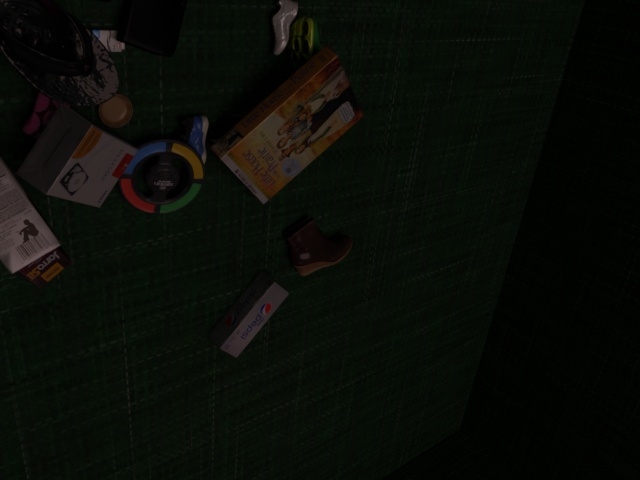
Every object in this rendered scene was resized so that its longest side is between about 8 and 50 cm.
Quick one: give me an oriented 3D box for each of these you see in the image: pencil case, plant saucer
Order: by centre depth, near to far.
[{"bbox_3d":[-0.586,-0.316,1.286,0.095,0.098,0.209,29,97,-3],"label":"pencil case"},{"bbox_3d":[-0.503,-0.319,1.413,0.083,0.015,0.083,-23,130,-31],"label":"plant saucer"}]

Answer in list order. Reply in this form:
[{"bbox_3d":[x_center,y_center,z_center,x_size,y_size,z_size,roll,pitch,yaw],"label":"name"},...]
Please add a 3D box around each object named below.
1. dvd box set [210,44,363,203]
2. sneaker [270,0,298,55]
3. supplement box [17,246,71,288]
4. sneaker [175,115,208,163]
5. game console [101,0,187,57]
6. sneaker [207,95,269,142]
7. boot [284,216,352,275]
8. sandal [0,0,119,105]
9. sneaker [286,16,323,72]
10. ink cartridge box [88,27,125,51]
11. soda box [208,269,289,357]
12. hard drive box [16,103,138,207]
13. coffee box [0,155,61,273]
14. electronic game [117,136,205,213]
[{"bbox_3d":[-0.081,-0.317,1.663,0.420,0.062,0.307,-41,153,-1],"label":"dvd box set"},{"bbox_3d":[-0.113,-0.587,1.585,0.061,0.053,0.152,10,106,-30],"label":"sneaker"},{"bbox_3d":[-0.708,0.014,1.385,0.104,0.080,0.188,-44,137,-13],"label":"supplement box"},{"bbox_3d":[-0.353,-0.262,1.557,0.084,0.058,0.152,-9,124,-36],"label":"sneaker"},{"bbox_3d":[-0.462,-0.557,1.261,0.361,0.044,0.213,9,99,-42],"label":"game console"},{"bbox_3d":[-0.207,-0.328,1.633,0.237,0.085,0.086,-31,140,-21],"label":"sneaker"},{"bbox_3d":[0.000,0.000,2.022,0.248,0.090,0.207,-32,135,-19],"label":"boot"},{"bbox_3d":[-0.554,-0.414,1.105,0.168,0.107,0.446,-52,140,-11],"label":"sandal"},{"bbox_3d":[-0.015,-0.522,1.678,0.123,0.109,0.296,-39,145,-20],"label":"sneaker"},{"bbox_3d":[-0.486,-0.461,1.329,0.083,0.028,0.048,-14,124,-37],"label":"ink cartridge box"},{"bbox_3d":[-0.243,0.249,1.956,0.286,0.091,0.098,-51,137,-5],"label":"soda box"},{"bbox_3d":[-0.546,-0.185,1.322,0.181,0.089,0.232,-56,173,1],"label":"hard drive box"},{"bbox_3d":[-0.684,-0.092,1.204,0.119,0.168,0.297,-36,111,-20],"label":"coffee box"},{"bbox_3d":[-0.418,-0.167,1.528,0.229,0.048,0.229,-16,132,-18],"label":"electronic game"}]
